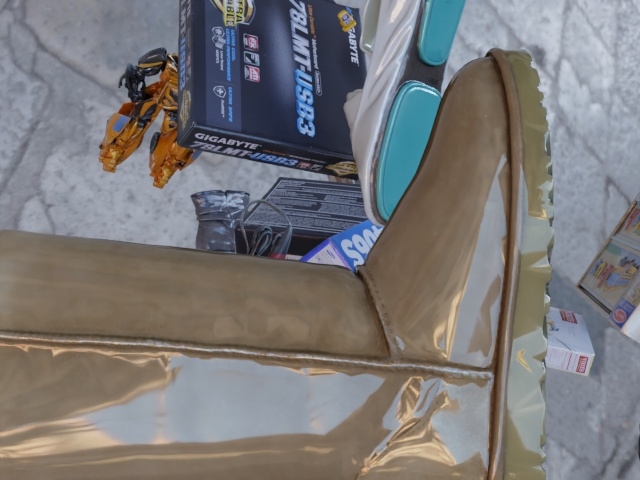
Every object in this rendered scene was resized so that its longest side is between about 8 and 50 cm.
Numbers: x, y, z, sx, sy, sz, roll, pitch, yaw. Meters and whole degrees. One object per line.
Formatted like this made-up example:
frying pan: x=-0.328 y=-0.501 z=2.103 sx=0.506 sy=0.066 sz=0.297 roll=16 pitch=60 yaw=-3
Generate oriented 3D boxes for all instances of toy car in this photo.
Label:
toy car: x=0.081 y=-0.336 z=1.076 sx=0.040 sy=0.122 sz=0.060 roll=49 pitch=22 yaw=-44

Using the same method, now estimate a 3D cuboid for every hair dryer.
hair dryer: x=-0.110 y=0.099 z=1.210 sx=0.294 sy=0.223 sz=0.080 roll=61 pitch=8 yaw=6

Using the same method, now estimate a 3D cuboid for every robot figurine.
robot figurine: x=-0.273 y=-0.215 z=1.326 sx=0.211 sy=0.291 sz=0.085 roll=17 pitch=50 yaw=-31

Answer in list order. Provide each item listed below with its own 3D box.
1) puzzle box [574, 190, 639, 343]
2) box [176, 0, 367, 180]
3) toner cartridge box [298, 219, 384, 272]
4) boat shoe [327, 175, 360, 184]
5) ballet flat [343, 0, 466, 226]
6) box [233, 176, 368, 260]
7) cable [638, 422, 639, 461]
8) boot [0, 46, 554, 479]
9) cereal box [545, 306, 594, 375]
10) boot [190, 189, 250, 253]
puzzle box: x=0.604 y=0.028 z=1.382 sx=0.052 sy=0.272 sz=0.409 roll=31 pitch=9 yaw=4
box: x=-0.064 y=-0.253 z=1.107 sx=0.293 sy=0.073 sz=0.296 roll=9 pitch=65 yaw=-27
toner cartridge box: x=0.110 y=0.044 z=1.273 sx=0.165 sy=0.075 sz=0.348 roll=57 pitch=29 yaw=4
boat shoe: x=0.128 y=-0.103 z=2.102 sx=0.123 sy=0.116 sz=0.324 roll=-20 pitch=79 yaw=-42
ballet flat: x=0.101 y=-0.221 z=0.988 sx=0.139 sy=0.139 sz=0.401 roll=5 pitch=100 yaw=-47
box: x=0.000 y=0.000 z=1.675 sx=0.294 sy=0.296 sz=0.183 roll=-57 pitch=150 yaw=-57
cable: x=0.524 y=0.311 z=1.030 sx=0.184 sy=0.151 sz=0.047 roll=36 pitch=34 yaw=20
boot: x=-0.033 y=0.015 z=0.351 sx=0.089 sy=0.269 sz=0.236 roll=75 pitch=19 yaw=-73
cereal box: x=0.333 y=0.149 z=1.269 sx=0.173 sy=0.240 sz=0.047 roll=-56 pitch=156 yaw=-69
boot: x=-0.200 y=-0.029 z=2.067 sx=0.338 sy=0.118 sz=0.223 roll=9 pitch=73 yaw=-42
